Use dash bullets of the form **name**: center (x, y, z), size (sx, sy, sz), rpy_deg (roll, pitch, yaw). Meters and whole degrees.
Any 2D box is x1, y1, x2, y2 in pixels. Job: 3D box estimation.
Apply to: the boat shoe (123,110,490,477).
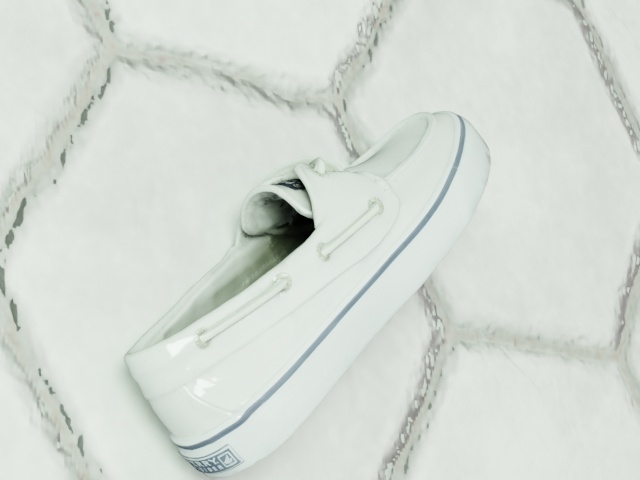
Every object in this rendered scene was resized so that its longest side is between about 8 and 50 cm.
- **boat shoe**: center (0.000, 0.000, 0.739), size (0.084, 0.095, 0.258), rpy_deg (54, 47, -19)
